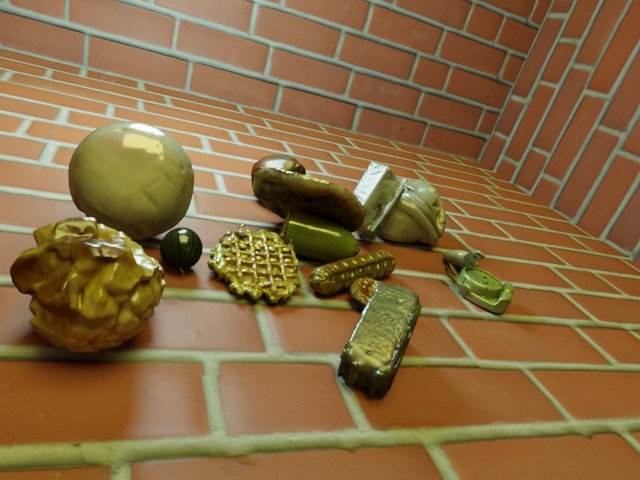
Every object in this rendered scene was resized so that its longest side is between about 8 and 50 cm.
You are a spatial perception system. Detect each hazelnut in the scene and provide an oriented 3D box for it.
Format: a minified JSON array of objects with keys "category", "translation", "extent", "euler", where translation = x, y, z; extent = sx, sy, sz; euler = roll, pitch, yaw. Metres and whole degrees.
[{"category":"hazelnut","translation":[-0.162,-0.238,1.769],"extent":[0.186,0.210,0.210],"euler":[35,29,23]}]

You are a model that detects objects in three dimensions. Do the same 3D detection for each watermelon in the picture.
[{"category":"watermelon","translation":[-0.348,0.031,1.192],"extent":[0.105,0.105,0.133],"euler":[7,50,-24]}]

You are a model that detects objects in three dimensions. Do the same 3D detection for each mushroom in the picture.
[{"category":"mushroom","translation":[-0.475,-0.168,1.282],"extent":[0.315,0.315,0.356],"euler":[26,28,16]}]

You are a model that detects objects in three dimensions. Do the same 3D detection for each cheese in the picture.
[{"category":"cheese","translation":[0.518,0.065,1.680],"extent":[0.127,0.050,0.235],"euler":[37,-11,7]}]

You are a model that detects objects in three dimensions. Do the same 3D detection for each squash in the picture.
[{"category":"squash","translation":[0.000,0.000,1.468],"extent":[0.246,0.133,0.132],"euler":[18,24,-7]}]

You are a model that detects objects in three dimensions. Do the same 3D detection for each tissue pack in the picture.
[{"category":"tissue pack","translation":[0.203,-0.131,1.679],"extent":[0.145,0.230,0.159],"euler":[26,-11,43]}]

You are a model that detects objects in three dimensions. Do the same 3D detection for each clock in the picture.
[{"category":"clock","translation":[0.524,0.147,1.599],"extent":[0.231,0.069,0.170],"euler":[27,26,17]}]

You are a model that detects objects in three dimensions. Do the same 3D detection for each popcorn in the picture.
[{"category":"popcorn","translation":[-0.430,0.078,0.913],"extent":[0.264,0.225,0.332],"euler":[33,4,3]}]

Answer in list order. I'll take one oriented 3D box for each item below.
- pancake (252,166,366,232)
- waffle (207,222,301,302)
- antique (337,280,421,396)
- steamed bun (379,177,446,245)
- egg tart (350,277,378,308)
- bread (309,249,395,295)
[{"category":"pancake","translation":[-0.041,-0.116,1.505],"extent":[0.386,0.082,0.387],"euler":[17,-21,7]},{"category":"waffle","translation":[-0.162,0.064,1.281],"extent":[0.262,0.060,0.280],"euler":[36,36,16]},{"category":"antique","translation":[0.135,0.232,1.095],"extent":[0.125,0.150,0.284],"euler":[21,32,14]},{"category":"steamed bun","translation":[0.341,-0.136,1.878],"extent":[0.323,0.220,0.310],"euler":[11,24,-18]},{"category":"egg tart","translation":[0.139,0.157,1.321],"extent":[0.130,0.052,0.130],"euler":[16,30,-10]},{"category":"bread","translation":[0.104,0.090,1.411],"extent":[0.077,0.084,0.367],"euler":[-14,-1,44]}]
